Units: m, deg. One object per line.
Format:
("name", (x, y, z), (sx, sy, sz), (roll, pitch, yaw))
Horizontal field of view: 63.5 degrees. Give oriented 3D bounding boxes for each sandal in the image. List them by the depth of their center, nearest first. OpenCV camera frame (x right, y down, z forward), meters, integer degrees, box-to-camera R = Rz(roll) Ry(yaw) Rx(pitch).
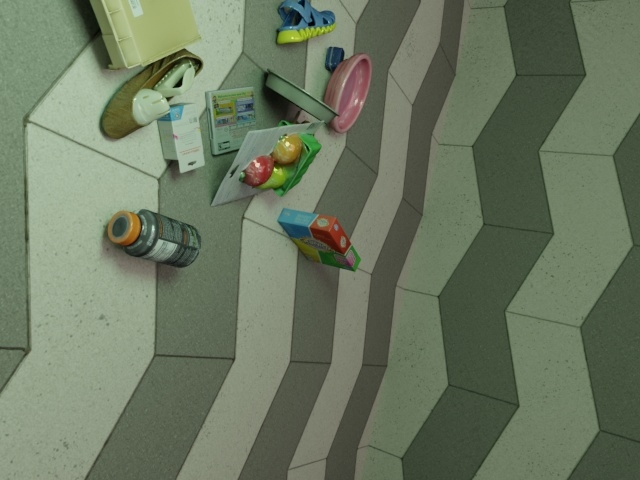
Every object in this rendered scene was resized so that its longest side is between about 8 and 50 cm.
("sandal", (-0.048, -0.800, 1.855), (0.317, 0.126, 0.138), (-43, 130, -48))

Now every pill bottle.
("pill bottle", (-0.449, -0.009, 1.401), (0.246, 0.131, 0.130), (26, 76, -59))

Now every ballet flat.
("ballet flat", (-0.417, -0.385, 1.341), (0.342, 0.124, 0.116), (-58, 152, -32))

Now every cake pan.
("cake pan", (-0.069, -0.487, 1.778), (0.054, 0.293, 0.293), (-58, 152, 10))

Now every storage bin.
("storage bin", (-0.444, -0.575, 1.242), (0.260, 0.123, 0.262), (-48, 138, -42))

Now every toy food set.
("toy food set", (-0.052, -0.387, 1.960), (0.192, 0.039, 0.132), (50, 57, -53))

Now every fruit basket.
("fruit basket", (-0.178, -0.264, 1.696), (0.353, 0.165, 0.327), (-17, 153, -45))

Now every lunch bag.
("lunch bag", (0.056, -0.734, 2.103), (0.067, 0.065, 0.098), (18, 82, -76))

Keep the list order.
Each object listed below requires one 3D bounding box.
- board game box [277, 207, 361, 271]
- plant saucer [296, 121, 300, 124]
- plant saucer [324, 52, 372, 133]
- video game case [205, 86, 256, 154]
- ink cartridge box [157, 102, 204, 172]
("board game box", (0.000, 0.000, 2.064), (0.064, 0.242, 0.316), (-64, 146, -22))
("plant saucer", (-0.090, -0.333, 1.998), (0.188, 0.045, 0.188), (-58, 144, -33))
("plant saucer", (0.107, -0.612, 2.140), (0.332, 0.084, 0.332), (-56, 162, -29))
("video game case", (-0.283, -0.391, 1.673), (0.212, 0.023, 0.193), (-30, 124, -52))
("ink cartridge box", (-0.396, -0.293, 1.471), (0.104, 0.062, 0.181), (-33, 126, -51))
